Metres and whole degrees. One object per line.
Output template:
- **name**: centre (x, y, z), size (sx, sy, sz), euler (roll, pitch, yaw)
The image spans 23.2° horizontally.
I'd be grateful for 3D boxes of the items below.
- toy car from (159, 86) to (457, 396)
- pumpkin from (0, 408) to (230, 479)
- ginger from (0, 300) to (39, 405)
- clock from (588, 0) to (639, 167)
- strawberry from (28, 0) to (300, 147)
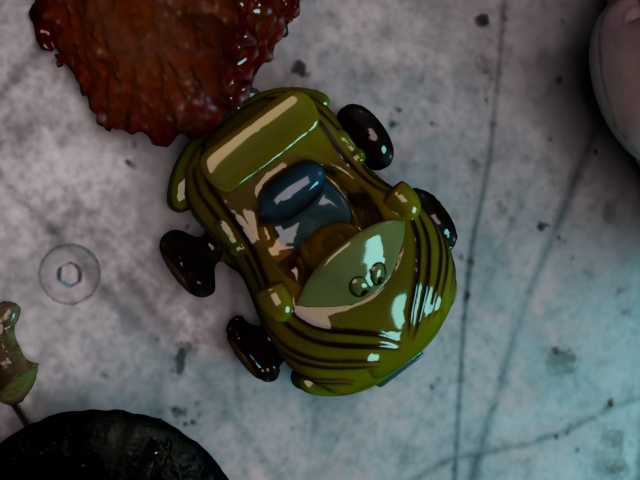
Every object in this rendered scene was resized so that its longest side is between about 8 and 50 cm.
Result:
- **toy car**: centre (0.000, 0.000, 1.164), size (0.200, 0.142, 0.248), euler (-40, 97, -10)
- **pumpkin**: centre (-0.156, 0.234, 1.117), size (0.233, 0.163, 0.233), euler (0, 95, -3)
- **ginger**: centre (-0.235, 0.095, 1.165), size (0.048, 0.030, 0.097), euler (17, 88, -12)
- **clock**: centre (0.402, -0.114, 1.207), size (0.368, 0.250, 0.376), euler (-13, 93, -13)
- **strawberry**: centre (-0.097, -0.194, 1.147), size (0.178, 0.234, 0.234), euler (-31, 99, -43)
